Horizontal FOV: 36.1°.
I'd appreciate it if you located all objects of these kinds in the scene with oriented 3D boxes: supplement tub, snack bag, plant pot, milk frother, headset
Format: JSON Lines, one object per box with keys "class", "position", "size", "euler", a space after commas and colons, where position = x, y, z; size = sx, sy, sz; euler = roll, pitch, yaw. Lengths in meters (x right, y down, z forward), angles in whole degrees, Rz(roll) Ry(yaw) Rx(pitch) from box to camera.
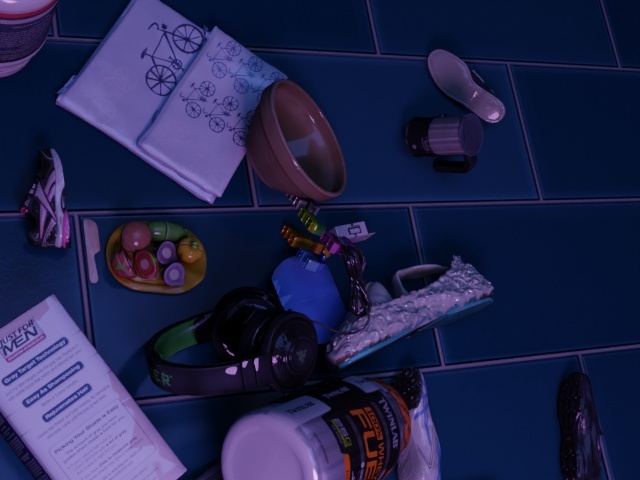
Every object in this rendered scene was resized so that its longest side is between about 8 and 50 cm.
{"class": "supplement tub", "position": [-0.526, -0.398, 1.592], "size": [0.191, 0.272, 0.191], "euler": [9, 68, -23]}
{"class": "snack bag", "position": [-0.265, -0.282, 1.815], "size": [0.343, 0.037, 0.323], "euler": [33, 61, -11]}
{"class": "plant pot", "position": [-0.060, -0.167, 1.801], "size": [0.237, 0.110, 0.237], "euler": [46, 29, -35]}
{"class": "milk frother", "position": [0.270, -0.220, 1.991], "size": [0.129, 0.135, 0.143], "euler": [51, 56, -38]}
{"class": "headset", "position": [-0.094, 0.133, 1.606], "size": [0.394, 0.243, 0.185], "euler": [-13, 108, -24]}
{"class": "supplement tub", "position": [0.005, 0.329, 1.585], "size": [0.316, 0.194, 0.193], "euler": [-13, 76, -55]}

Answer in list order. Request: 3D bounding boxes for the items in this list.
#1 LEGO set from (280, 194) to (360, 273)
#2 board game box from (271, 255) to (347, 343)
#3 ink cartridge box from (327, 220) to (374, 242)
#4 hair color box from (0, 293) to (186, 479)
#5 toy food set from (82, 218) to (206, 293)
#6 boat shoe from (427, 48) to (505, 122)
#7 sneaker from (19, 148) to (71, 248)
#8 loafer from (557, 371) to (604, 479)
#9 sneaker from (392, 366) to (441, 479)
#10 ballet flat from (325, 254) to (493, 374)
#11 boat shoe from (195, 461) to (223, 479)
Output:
{"class": "LEGO set", "position": [0.000, 0.000, 1.793], "size": [0.093, 0.087, 0.227], "euler": [20, 19, -31]}
{"class": "board game box", "position": [-0.025, 0.111, 1.788], "size": [0.133, 0.033, 0.168], "euler": [-15, 78, -40]}
{"class": "ink cartridge box", "position": [0.056, -0.013, 1.863], "size": [0.083, 0.048, 0.028], "euler": [-11, 77, -30]}
{"class": "hair color box", "position": [-0.386, 0.276, 1.512], "size": [0.174, 0.105, 0.347], "euler": [-37, 90, -31]}
{"class": "toy food set", "position": [-0.290, 0.018, 1.672], "size": [0.218, 0.071, 0.128], "euler": [6, 69, -24]}
{"class": "boat shoe", "position": [0.311, -0.331, 2.109], "size": [0.206, 0.075, 0.065], "euler": [42, 16, 0]}
{"class": "sneaker", "position": [-0.460, -0.071, 1.627], "size": [0.077, 0.072, 0.178], "euler": [-6, 68, -16]}
{"class": "loafer", "position": [0.516, 0.372, 1.933], "size": [0.078, 0.076, 0.223], "euler": [12, 72, -27]}
{"class": "sneaker", "position": [0.174, 0.348, 1.779], "size": [0.086, 0.085, 0.237], "euler": [22, 56, -47]}
{"class": "ballet flat", "position": [0.146, 0.127, 1.816], "size": [0.409, 0.147, 0.147], "euler": [-18, 80, -37]}
{"class": "boat shoe", "position": [-0.171, 0.422, 1.589], "size": [0.226, 0.083, 0.075], "euler": [-19, 111, -35]}
